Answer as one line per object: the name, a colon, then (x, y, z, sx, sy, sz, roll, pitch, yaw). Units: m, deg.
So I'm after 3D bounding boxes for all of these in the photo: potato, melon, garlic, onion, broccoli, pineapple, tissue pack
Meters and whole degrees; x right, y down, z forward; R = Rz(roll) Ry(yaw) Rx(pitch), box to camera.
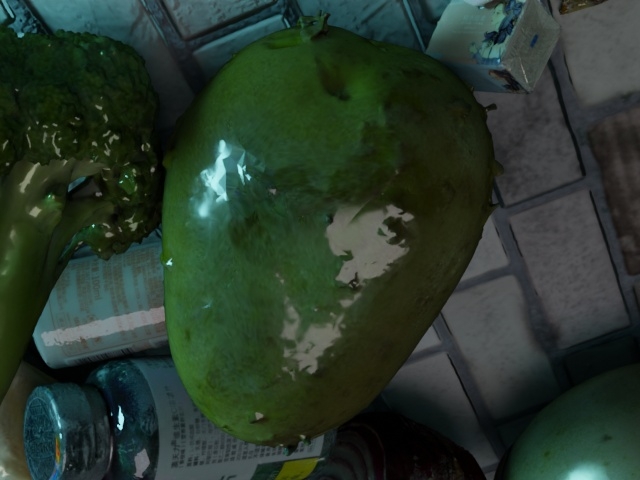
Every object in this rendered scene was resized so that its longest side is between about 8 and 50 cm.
potato: (-0.018, -0.003, 1.030, 0.270, 0.219, 0.359, 31, 109, 13)
melon: (0.340, 0.281, 1.359, 0.268, 0.268, 0.330, 28, 127, -30)
garlic: (-0.306, 0.167, 1.241, 0.164, 0.145, 0.245, -44, 126, 3)
onion: (0.099, 0.302, 1.378, 0.206, 0.216, 0.207, 20, 118, -30)
broccoli: (-0.243, -0.048, 1.033, 0.254, 0.186, 0.302, -29, 147, -41)
pineapple: (0.240, -0.222, 1.055, 0.083, 0.019, 0.045, -17, 135, 9)
tissue pack: (0.141, -0.164, 1.029, 0.059, 0.094, 0.074, 35, 75, -37)

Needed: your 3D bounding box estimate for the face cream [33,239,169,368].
face cream: (-0.144, 0.048, 1.177, 0.251, 0.101, 0.101, -13, 132, 1)

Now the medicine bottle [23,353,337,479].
medicine bottle: (-0.136, 0.180, 1.218, 0.293, 0.141, 0.141, 0, 134, -34)

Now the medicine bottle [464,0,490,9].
medicine bottle: (0.089, -0.281, 0.936, 0.115, 0.078, 0.219, -37, 127, 25)
